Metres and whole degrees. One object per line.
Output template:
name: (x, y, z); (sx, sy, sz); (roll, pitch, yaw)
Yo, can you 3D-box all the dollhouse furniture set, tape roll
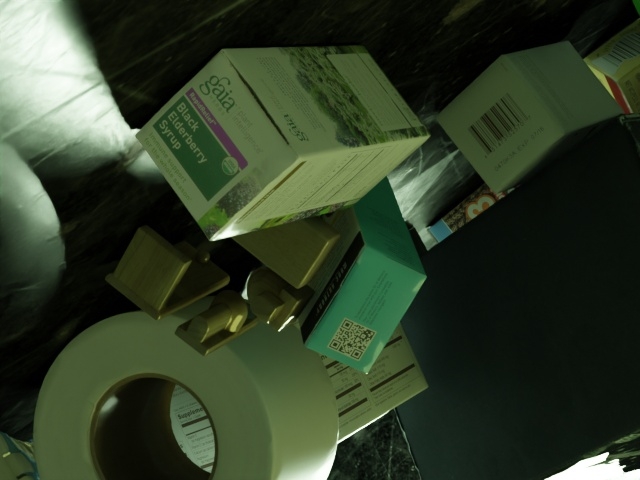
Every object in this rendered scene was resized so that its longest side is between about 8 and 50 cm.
dollhouse furniture set: (-0.059, 0.003, 1.342); (0.151, 0.144, 0.123); (-58, 166, 24)
tape roll: (-0.124, 0.179, 1.545); (0.246, 0.246, 0.169); (-40, 170, 19)

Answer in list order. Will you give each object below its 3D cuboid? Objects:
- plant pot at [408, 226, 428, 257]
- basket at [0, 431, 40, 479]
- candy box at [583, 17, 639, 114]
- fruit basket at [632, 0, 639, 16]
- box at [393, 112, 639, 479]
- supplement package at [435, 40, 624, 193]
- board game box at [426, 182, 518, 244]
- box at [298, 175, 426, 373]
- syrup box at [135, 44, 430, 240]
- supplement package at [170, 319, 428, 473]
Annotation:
plant pot: (0.076, 0.123, 2.181); (0.187, 0.167, 0.188); (-31, 167, -34)
basket: (-0.324, 0.330, 1.659); (0.255, 0.201, 0.289); (-37, 160, -4)
candy box: (0.487, -0.225, 1.958); (0.316, 0.183, 0.087); (-36, -145, -4)
fruit basket: (0.418, -0.207, 1.313); (0.283, 0.392, 0.392); (-41, 169, 18)
box: (0.387, 0.073, 1.827); (0.471, 0.297, 0.480); (-7, 159, -37)
supplement package: (0.221, -0.131, 1.707); (0.105, 0.105, 0.179); (-44, 168, 30)
board game box: (0.326, -0.050, 2.312); (0.291, 0.141, 0.232); (-40, 169, 14)
box: (0.023, 0.008, 1.391); (0.100, 0.060, 0.244); (-59, -163, 18)
syrup box: (-0.021, -0.075, 1.181); (0.096, 0.093, 0.237); (-41, 169, 25)
supplement package: (-0.059, 0.157, 1.763); (0.262, 0.145, 0.204); (-23, -179, 40)
